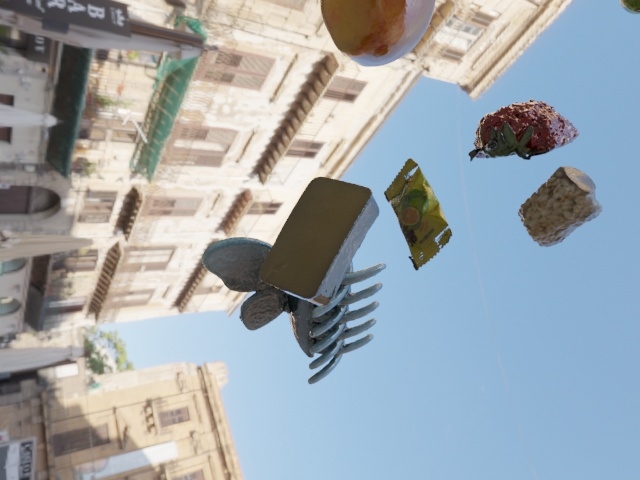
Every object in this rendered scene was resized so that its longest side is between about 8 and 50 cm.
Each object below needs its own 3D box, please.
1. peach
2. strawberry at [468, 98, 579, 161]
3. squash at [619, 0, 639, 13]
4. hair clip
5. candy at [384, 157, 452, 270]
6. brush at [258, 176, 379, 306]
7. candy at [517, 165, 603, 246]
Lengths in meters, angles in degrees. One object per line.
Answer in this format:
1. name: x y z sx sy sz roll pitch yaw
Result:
1. peach: 0.150 -0.600 1.224 0.307 0.289 0.289 -35 -119 18
2. strawberry: 0.320 -0.176 0.780 0.140 0.192 0.085 -71 148 -77
3. squash: 0.531 -0.463 0.821 0.066 0.066 0.201 -13 -117 53
4. hair clip: -0.014 0.115 1.078 0.238 0.392 0.319 44 -34 35
5. candy: 0.278 -0.080 1.445 0.187 0.081 0.297 -53 -133 47
6. brush: 0.000 0.000 0.770 0.123 0.059 0.197 17 -109 39
7. candy: 0.341 -0.047 0.709 0.110 0.095 0.085 -43 -132 25
